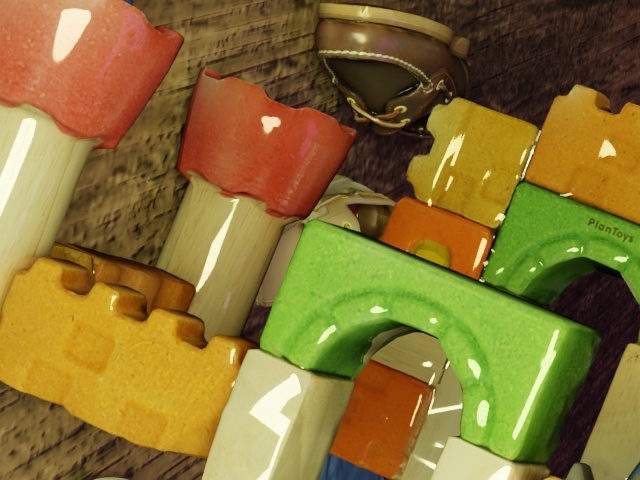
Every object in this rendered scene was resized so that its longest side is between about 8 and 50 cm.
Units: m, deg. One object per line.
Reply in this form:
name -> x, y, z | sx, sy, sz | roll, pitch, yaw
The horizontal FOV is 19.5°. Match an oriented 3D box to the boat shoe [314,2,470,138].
boat shoe -> 0.047, -0.098, 1.118 | 0.207, 0.073, 0.073 | 7, 94, -69

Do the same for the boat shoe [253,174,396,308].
boat shoe -> 0.000, 0.000, 1.078 | 0.170, 0.059, 0.063 | -38, 137, -59

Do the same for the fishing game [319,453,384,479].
fishing game -> 0.007, 0.172, 1.242 | 0.189, 0.041, 0.264 | 70, 30, -57

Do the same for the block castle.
block castle -> 0.087, 0.026, 0.769 | 0.212, 0.453, 0.303 | -68, 159, 1

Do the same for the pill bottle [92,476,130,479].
pill bottle -> -0.106, 0.162, 0.927 | 0.043, 0.043, 0.083 | -34, 133, -61
